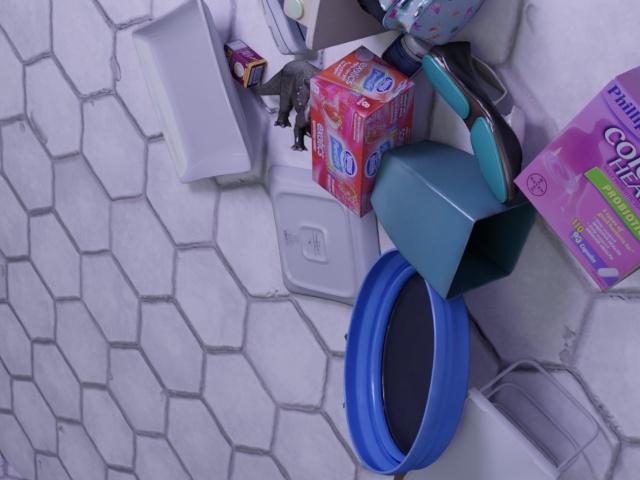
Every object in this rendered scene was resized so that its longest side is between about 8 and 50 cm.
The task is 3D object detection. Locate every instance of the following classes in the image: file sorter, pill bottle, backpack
[{"bbox_3d":[0.310,0.367,1.776,0.193,0.173,0.278,46,136,20],"label":"file sorter"},{"bbox_3d":[0.141,-0.301,1.718,0.067,0.067,0.120,58,139,8],"label":"pill bottle"},{"bbox_3d":[0.169,-0.394,1.563,0.144,0.166,0.188,45,113,26],"label":"backpack"}]

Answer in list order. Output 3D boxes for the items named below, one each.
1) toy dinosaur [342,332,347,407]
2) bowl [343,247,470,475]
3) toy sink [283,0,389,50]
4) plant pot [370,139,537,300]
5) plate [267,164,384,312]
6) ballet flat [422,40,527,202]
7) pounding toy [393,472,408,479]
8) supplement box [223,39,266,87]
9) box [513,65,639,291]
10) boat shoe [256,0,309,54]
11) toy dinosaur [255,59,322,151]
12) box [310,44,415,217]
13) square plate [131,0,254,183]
[{"bbox_3d":[0.113,0.315,2.049,0.268,0.064,0.118,50,130,21],"label":"toy dinosaur"},{"bbox_3d":[0.145,0.209,1.808,0.391,0.077,0.391,-173,90,-71],"label":"bowl"},{"bbox_3d":[0.032,-0.412,1.654,0.131,0.234,0.153,35,131,30],"label":"toy sink"},{"bbox_3d":[0.202,-0.054,1.705,0.234,0.165,0.166,43,135,32],"label":"plant pot"},{"bbox_3d":[0.000,0.000,2.027,0.278,0.045,0.277,11,116,44],"label":"plate"},{"bbox_3d":[0.260,-0.195,1.611,0.281,0.096,0.095,64,167,13],"label":"ballet flat"},{"bbox_3d":[0.213,0.472,1.952,0.269,0.155,0.154,4,127,12],"label":"pounding toy"},{"bbox_3d":[-0.150,-0.343,2.023,0.083,0.043,0.055,41,135,27],"label":"supplement box"},{"bbox_3d":[0.435,-0.087,1.471,0.214,0.117,0.243,54,137,13],"label":"box"},{"bbox_3d":[-0.086,-0.439,1.878,0.075,0.083,0.226,-5,105,46],"label":"boat shoe"},{"bbox_3d":[-0.024,-0.260,1.895,0.313,0.121,0.160,-124,38,-56],"label":"toy dinosaur"},{"bbox_3d":[0.068,-0.179,1.756,0.128,0.122,0.257,40,152,26],"label":"box"},{"bbox_3d":[-0.254,-0.295,2.114,0.347,0.049,0.344,-3,107,59],"label":"square plate"}]
